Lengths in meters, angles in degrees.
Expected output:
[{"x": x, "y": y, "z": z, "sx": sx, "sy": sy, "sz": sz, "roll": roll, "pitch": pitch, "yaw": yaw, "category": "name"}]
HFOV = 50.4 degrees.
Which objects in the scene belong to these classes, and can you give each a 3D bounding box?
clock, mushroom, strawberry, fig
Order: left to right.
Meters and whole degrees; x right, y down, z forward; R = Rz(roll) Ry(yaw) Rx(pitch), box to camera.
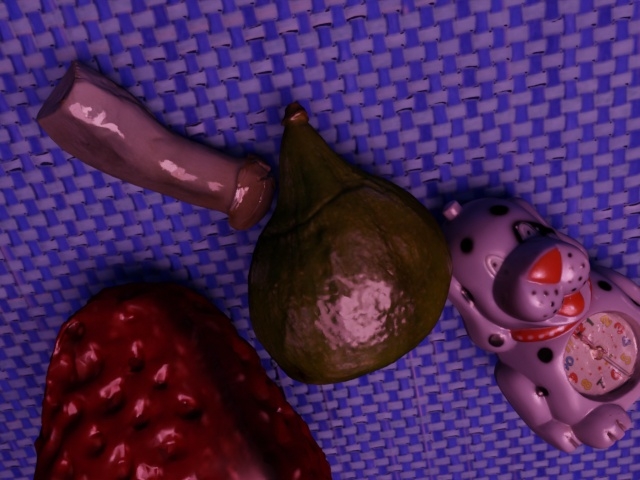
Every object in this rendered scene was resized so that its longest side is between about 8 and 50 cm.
[{"x": -0.145, "y": -0.080, "z": 0.631, "sx": 0.223, "sy": 0.081, "sz": 0.092, "roll": 30, "pitch": 135, "yaw": -19, "category": "mushroom"}, {"x": -0.157, "y": 0.213, "z": 0.717, "sx": 0.317, "sy": 0.295, "sz": 0.345, "roll": -15, "pitch": 86, "yaw": 26, "category": "strawberry"}, {"x": 0.000, "y": 0.000, "z": 0.619, "sx": 0.203, "sy": 0.203, "sz": 0.235, "roll": -28, "pitch": 106, "yaw": 14, "category": "fig"}, {"x": 0.213, "y": 0.056, "z": 0.671, "sx": 0.189, "sy": 0.189, "sz": 0.254, "roll": -36, "pitch": 108, "yaw": 18, "category": "clock"}]
